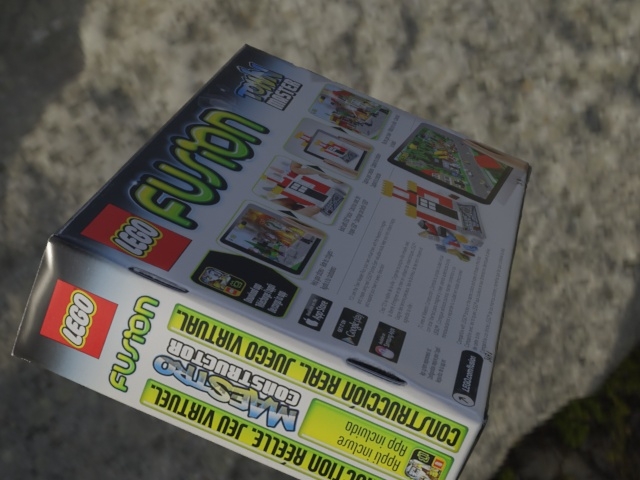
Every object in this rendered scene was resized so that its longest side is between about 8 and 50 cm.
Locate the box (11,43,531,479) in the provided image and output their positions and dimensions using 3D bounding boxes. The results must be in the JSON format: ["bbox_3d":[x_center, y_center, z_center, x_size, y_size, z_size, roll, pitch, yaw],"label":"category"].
[{"bbox_3d":[0.000,0.000,0.459,0.114,0.036,0.207,23,23,3],"label":"box"}]
